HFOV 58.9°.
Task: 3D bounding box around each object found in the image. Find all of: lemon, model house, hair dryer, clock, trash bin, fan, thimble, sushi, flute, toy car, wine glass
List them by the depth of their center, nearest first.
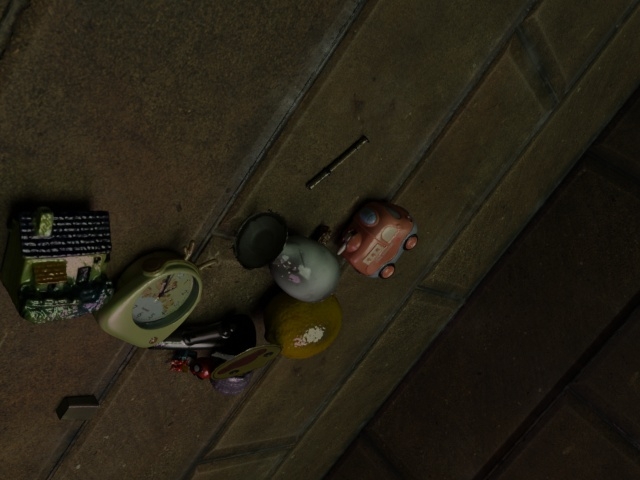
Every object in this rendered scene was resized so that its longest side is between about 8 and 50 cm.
[{"bbox_3d":[-0.518,0.029,1.157,0.194,0.170,0.211,-4,128,-44],"label":"model house"},{"bbox_3d":[-0.409,0.126,1.452,0.308,0.096,0.235,-44,146,-4],"label":"clock"},{"bbox_3d":[-0.672,0.463,1.568,0.061,0.043,0.092,-53,143,11],"label":"trash bin"},{"bbox_3d":[-0.289,0.294,1.621,0.320,0.284,0.155,10,84,-51],"label":"hair dryer"},{"bbox_3d":[-0.085,0.057,1.646,0.190,0.190,0.357,-50,144,5],"label":"wine glass"},{"bbox_3d":[0.051,-0.226,1.662,0.233,0.027,0.027,-41,147,-8],"label":"flute"},{"bbox_3d":[-0.235,0.355,1.672,0.230,0.011,0.335,-30,155,9],"label":"fan"},{"bbox_3d":[0.000,0.000,1.822,0.052,0.055,0.120,15,112,-47],"label":"sushi"},{"bbox_3d":[-0.058,0.259,1.860,0.267,0.267,0.267,-30,144,-25],"label":"lemon"},{"bbox_3d":[-0.294,0.426,1.862,0.150,0.150,0.097,-13,139,-41],"label":"thimble"},{"bbox_3d":[0.179,-0.015,1.911,0.270,0.180,0.212,-52,138,9],"label":"toy car"}]

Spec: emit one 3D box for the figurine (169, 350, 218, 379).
[{"bbox_3d":[-0.381,0.379,1.724,0.075,0.140,0.068,-72,175,-57],"label":"figurine"}]
